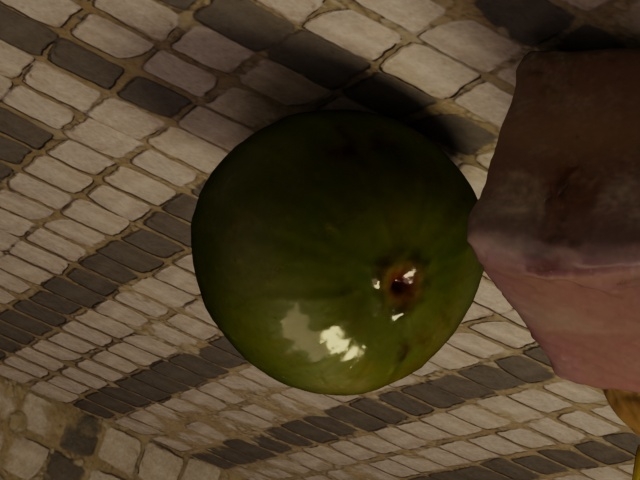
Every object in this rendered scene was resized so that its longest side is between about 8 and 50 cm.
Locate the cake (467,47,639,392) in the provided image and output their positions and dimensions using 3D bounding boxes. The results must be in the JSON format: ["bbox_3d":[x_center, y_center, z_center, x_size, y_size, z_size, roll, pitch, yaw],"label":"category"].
[{"bbox_3d":[0.294,-0.011,1.566,0.230,0.237,0.309,8,153,29],"label":"cake"}]

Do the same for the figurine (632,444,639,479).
[{"bbox_3d":[0.519,0.287,2.214,0.228,0.215,0.215,29,160,11],"label":"figurine"}]

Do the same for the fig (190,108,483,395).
[{"bbox_3d":[0.000,0.000,1.806,0.316,0.316,0.316,15,158,6],"label":"fig"}]

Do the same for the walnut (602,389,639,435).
[{"bbox_3d":[0.405,0.102,1.784,0.257,0.224,0.257,15,153,8],"label":"walnut"}]
